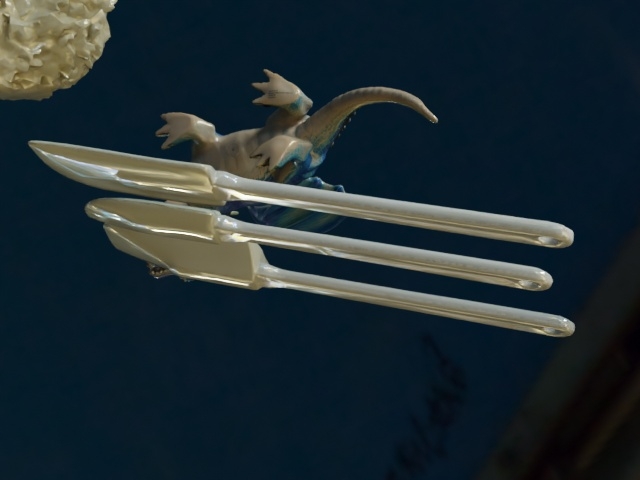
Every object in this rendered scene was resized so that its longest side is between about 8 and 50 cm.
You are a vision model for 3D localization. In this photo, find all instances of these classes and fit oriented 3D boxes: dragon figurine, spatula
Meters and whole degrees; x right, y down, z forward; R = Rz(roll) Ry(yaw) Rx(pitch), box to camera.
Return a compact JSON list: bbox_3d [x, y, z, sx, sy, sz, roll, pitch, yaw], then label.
[{"bbox_3d":[-0.028,-0.054,1.469,0.289,0.085,0.144,-21,-29,21],"label":"dragon figurine"},{"bbox_3d":[0.000,0.000,0.902,0.242,0.019,0.168,8,-21,12],"label":"spatula"}]

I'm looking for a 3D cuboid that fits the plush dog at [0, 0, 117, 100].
[{"bbox_3d":[-0.252,-0.179,0.950,0.262,0.225,0.210,-6,-4,13],"label":"plush dog"}]
